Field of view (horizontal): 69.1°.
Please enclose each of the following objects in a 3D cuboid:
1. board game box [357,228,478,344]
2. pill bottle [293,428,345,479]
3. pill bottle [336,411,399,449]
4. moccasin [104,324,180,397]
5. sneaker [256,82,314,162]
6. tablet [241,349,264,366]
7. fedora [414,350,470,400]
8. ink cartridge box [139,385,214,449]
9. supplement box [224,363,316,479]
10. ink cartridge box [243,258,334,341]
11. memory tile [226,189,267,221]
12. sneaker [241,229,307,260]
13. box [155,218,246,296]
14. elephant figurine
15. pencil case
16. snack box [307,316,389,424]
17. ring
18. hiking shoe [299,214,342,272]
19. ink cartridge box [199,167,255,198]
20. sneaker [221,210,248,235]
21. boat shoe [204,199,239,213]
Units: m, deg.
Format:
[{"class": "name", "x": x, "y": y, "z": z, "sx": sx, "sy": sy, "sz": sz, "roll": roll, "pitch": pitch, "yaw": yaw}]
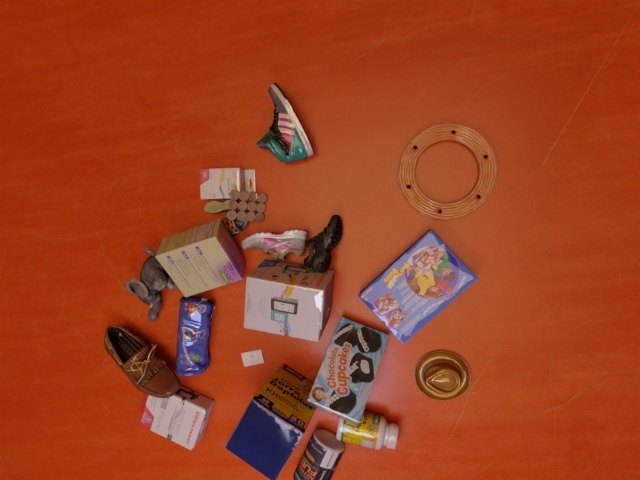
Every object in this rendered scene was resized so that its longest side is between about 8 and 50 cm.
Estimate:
[{"class": "board game box", "x": 0.338, "y": 0.160, "z": 1.633, "sx": 0.347, "sy": 0.078, "sz": 0.233, "roll": -43, "pitch": 84, "yaw": 9}, {"class": "pill bottle", "x": -0.017, "y": 0.830, "z": 1.695, "sx": 0.130, "sy": 0.130, "sz": 0.245, "roll": 25, "pitch": 96, "yaw": 9}, {"class": "pill bottle", "x": 0.169, "y": 0.677, "z": 1.662, "sx": 0.208, "sy": 0.117, "sz": 0.117, "roll": 11, "pitch": 94, "yaw": 10}, {"class": "moccasin", "x": -0.679, "y": 0.451, "z": 1.762, "sx": 0.380, "sy": 0.139, "sz": 0.147, "roll": 38, "pitch": 143, "yaw": 24}, {"class": "sneaker", "x": -0.163, "y": -0.406, "z": 1.690, "sx": 0.178, "sy": 0.124, "sz": 0.295, "roll": -27, "pitch": 88, "yaw": 1}, {"class": "tablet", "x": -0.261, "y": 0.453, "z": 1.790, "sx": 0.083, "sy": 0.006, "sz": 0.054, "roll": -14, "pitch": 89, "yaw": 10}, {"class": "fedora", "x": 0.428, "y": 0.483, "z": 1.627, "sx": 0.194, "sy": 0.079, "sz": 0.194, "roll": 0, "pitch": 92, "yaw": 11}, {"class": "ink cartridge box", "x": -0.553, "y": 0.669, "z": 1.802, "sx": 0.237, "sy": 0.100, "sz": 0.172, "roll": 20, "pitch": 95, "yaw": 10}, {"class": "supplement box", "x": -0.141, "y": 0.603, "z": 1.594, "sx": 0.194, "sy": 0.356, "sz": 0.195, "roll": 31, "pitch": 98, "yaw": 8}, {"class": "ink cartridge box", "x": -0.104, "y": 0.205, "z": 1.637, "sx": 0.270, "sy": 0.198, "sz": 0.197, "roll": 9, "pitch": 108, "yaw": 10}, {"class": "memory tile", "x": -0.272, "y": -0.127, "z": 1.724, "sx": 0.148, "sy": 0.012, "sz": 0.113, "roll": 4, "pitch": 98, "yaw": -30}, {"class": "sneaker", "x": -0.169, "y": 0.022, "z": 1.710, "sx": 0.252, "sy": 0.103, "sz": 0.111, "roll": -5, "pitch": 89, "yaw": 11}, {"class": "box", "x": -0.431, "y": 0.066, "z": 1.702, "sx": 0.243, "sy": 0.117, "sz": 0.213, "roll": -17, "pitch": 125, "yaw": 12}, {"class": "elephant figurine", "x": -0.656, "y": 0.175, "z": 1.788, "sx": 0.239, "sy": 0.169, "sz": 0.186, "roll": -35, "pitch": 56, "yaw": 25}, {"class": "pencil case", "x": -0.477, "y": 0.360, "z": 1.770, "sx": 0.133, "sy": 0.119, "sz": 0.306, "roll": 5, "pitch": 92, "yaw": -14}, {"class": "snack box", "x": 0.099, "y": 0.444, "z": 1.611, "sx": 0.187, "sy": 0.060, "sz": 0.322, "roll": 20, "pitch": 60, "yaw": 9}, {"class": "ring", "x": 0.440, "y": -0.239, "z": 1.626, "sx": 0.337, "sy": 0.032, "sz": 0.336, "roll": 1, "pitch": 93, "yaw": 11}, {"class": "hiking shoe", "x": 0.000, "y": 0.000, "z": 1.667, "sx": 0.114, "sy": 0.086, "sz": 0.227, "roll": 12, "pitch": 66, "yaw": 27}, {"class": "ink cartridge box", "x": -0.348, "y": -0.214, "z": 1.752, "sx": 0.198, "sy": 0.067, "sz": 0.115, "roll": -2, "pitch": 92, "yaw": 10}, {"class": "sneaker", "x": -0.365, "y": -0.045, "z": 1.754, "sx": 0.215, "sy": 0.083, "sz": 0.084, "roll": -30, "pitch": 84, "yaw": 8}, {"class": "boat shoe", "x": -0.375, "y": -0.127, "z": 1.772, "sx": 0.137, "sy": 0.043, "sz": 0.049, "roll": -9, "pitch": 77, "yaw": 11}]
